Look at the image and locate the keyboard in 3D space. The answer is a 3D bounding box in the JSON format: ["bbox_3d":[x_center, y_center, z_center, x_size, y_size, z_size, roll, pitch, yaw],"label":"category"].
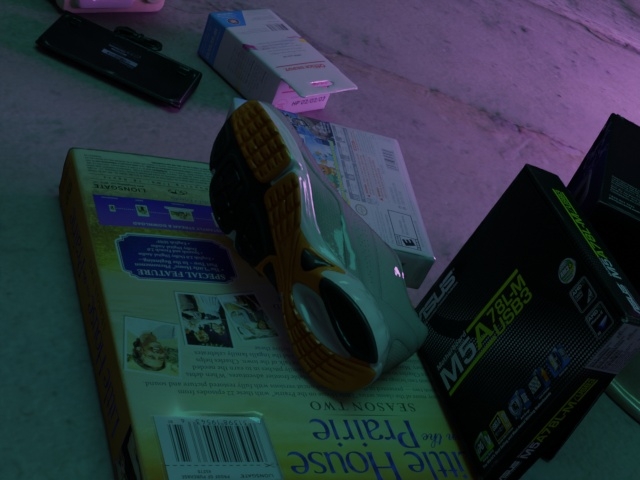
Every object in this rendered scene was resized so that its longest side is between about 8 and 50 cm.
[{"bbox_3d":[-0.229,-0.214,1.243,0.180,0.023,0.108,25,41,-1],"label":"keyboard"}]

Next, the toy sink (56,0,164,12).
[{"bbox_3d":[-0.270,-0.365,1.322,0.152,0.131,0.234,-14,46,-43],"label":"toy sink"}]

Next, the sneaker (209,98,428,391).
[{"bbox_3d":[0.000,0.000,0.906,0.121,0.099,0.263,-8,69,-53],"label":"sneaker"}]

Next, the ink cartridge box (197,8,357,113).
[{"bbox_3d":[-0.053,-0.210,1.309,0.104,0.062,0.181,-16,51,-44],"label":"ink cartridge box"}]

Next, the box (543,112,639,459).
[{"bbox_3d":[0.241,0.042,0.984,0.103,0.261,0.184,28,34,4],"label":"box"}]

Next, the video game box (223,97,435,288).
[{"bbox_3d":[0.002,-0.049,1.040,0.187,0.048,0.205,15,35,-19],"label":"video game box"}]

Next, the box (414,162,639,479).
[{"bbox_3d":[0.160,0.067,0.860,0.045,0.191,0.184,14,35,-32],"label":"box"}]

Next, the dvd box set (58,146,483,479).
[{"bbox_3d":[-0.047,0.081,0.929,0.307,0.062,0.420,5,39,-28],"label":"dvd box set"}]

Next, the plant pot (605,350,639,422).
[{"bbox_3d":[0.471,0.024,1.113,0.333,0.305,0.334,16,36,-12],"label":"plant pot"}]
